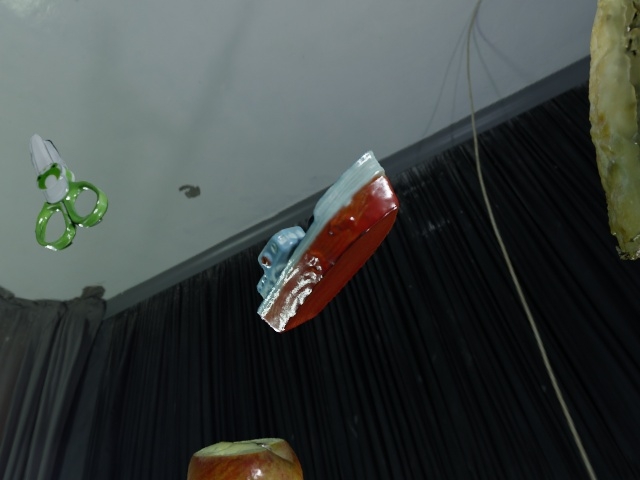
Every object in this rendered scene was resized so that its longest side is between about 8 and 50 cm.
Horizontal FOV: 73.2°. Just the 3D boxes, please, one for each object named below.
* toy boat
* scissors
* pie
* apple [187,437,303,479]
[{"bbox_3d":[0.000,0.000,0.692,0.145,0.133,0.332,-15,150,-50],"label":"toy boat"},{"bbox_3d":[-0.359,-0.081,0.587,0.101,0.204,0.027,-37,152,-2],"label":"scissors"},{"bbox_3d":[0.273,-0.123,0.373,0.068,0.283,0.128,-3,176,28],"label":"pie"},{"bbox_3d":[-0.116,0.393,0.692,0.173,0.160,0.195,-25,164,2],"label":"apple"}]
